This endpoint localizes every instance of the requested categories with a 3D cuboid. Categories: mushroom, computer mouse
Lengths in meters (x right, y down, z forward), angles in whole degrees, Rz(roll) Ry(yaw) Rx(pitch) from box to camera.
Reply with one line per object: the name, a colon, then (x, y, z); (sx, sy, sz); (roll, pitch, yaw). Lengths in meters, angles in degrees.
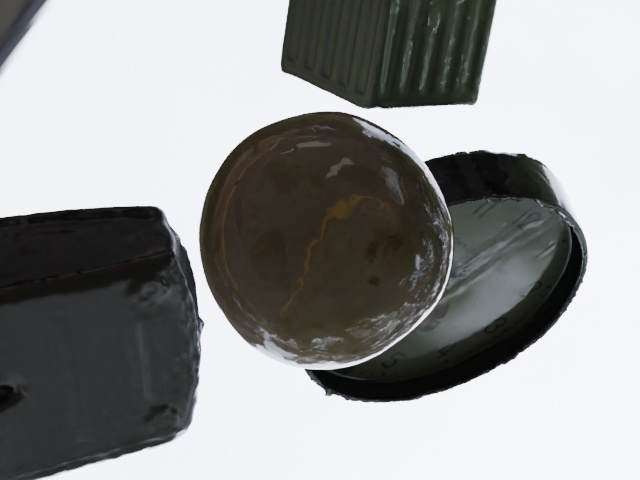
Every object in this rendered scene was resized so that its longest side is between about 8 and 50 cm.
mushroom: (0.000, 0.000, 1.240); (0.204, 0.204, 0.204); (-14, -120, 26)
computer mouse: (-0.205, 0.067, 0.934); (0.269, 0.170, 0.100); (-12, -139, -17)

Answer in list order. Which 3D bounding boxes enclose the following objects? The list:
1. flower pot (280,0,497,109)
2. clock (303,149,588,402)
flower pot: (0.080, -0.260, 1.594); (0.209, 0.239, 0.189); (-123, -144, -52)
clock: (0.109, 0.044, 1.483); (0.313, 0.312, 0.061); (-34, -128, 13)
